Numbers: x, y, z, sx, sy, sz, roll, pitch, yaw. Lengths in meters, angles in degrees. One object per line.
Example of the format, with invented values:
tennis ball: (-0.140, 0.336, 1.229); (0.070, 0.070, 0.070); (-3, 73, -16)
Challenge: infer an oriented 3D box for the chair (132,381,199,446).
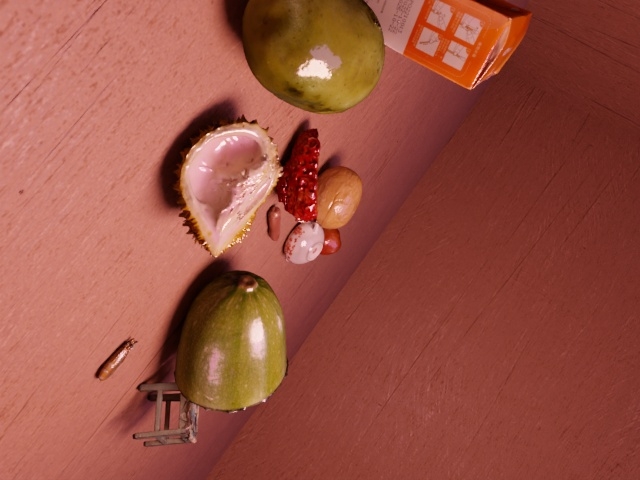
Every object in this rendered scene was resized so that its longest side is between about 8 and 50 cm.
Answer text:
chair: (-0.342, 0.458, 1.213); (0.136, 0.270, 0.147); (102, -16, -57)

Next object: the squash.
squash: (-0.236, 0.217, 1.149); (0.310, 0.310, 0.309); (-41, 142, -44)

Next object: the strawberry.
strawberry: (-0.058, -0.163, 1.142); (0.190, 0.111, 0.236); (-92, -176, -66)

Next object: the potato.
potato: (-0.007, -0.322, 0.754); (0.304, 0.216, 0.216); (-15, 138, -54)

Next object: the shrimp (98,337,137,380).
shrimp: (-0.441, 0.260, 0.990); (0.108, 0.023, 0.059); (-51, 174, -20)

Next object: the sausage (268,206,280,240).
sausage: (-0.130, -0.042, 1.295); (0.042, 0.036, 0.158); (-37, 160, -21)

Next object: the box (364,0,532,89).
box: (0.235, -0.464, 0.935); (0.225, 0.341, 0.143); (-39, 157, -48)

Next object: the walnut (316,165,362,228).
walnut: (0.043, -0.134, 1.408); (0.197, 0.165, 0.165); (-56, 166, 0)

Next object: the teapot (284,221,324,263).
teapot: (-0.050, -0.002, 1.534); (0.159, 0.116, 0.245); (-7, 128, -41)

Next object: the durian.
durian: (-0.177, -0.109, 0.828); (0.249, 0.183, 0.138); (-58, -158, -4)

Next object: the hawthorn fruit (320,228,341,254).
hawthorn fruit: (0.012, 0.002, 1.677); (0.140, 0.125, 0.125); (-53, 166, -31)
